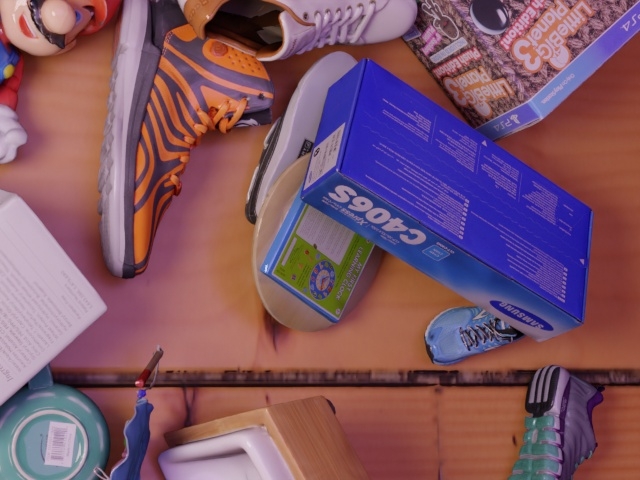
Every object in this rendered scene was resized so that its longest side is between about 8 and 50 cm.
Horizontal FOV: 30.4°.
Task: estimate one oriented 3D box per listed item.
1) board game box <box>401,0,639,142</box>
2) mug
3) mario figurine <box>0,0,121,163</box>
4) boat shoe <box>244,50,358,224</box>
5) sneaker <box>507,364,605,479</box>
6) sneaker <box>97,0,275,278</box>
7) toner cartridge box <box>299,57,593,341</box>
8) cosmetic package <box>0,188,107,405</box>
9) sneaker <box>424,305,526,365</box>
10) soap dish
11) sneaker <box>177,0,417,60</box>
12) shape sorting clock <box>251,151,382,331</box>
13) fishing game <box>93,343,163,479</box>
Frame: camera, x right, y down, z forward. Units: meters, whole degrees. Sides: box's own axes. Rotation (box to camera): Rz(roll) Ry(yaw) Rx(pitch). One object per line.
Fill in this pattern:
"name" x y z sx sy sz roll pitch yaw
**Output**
"board game box" 0.217 -0.306 1.408 0.232 0.141 0.291 -42 97 -18
"mug" -0.287 0.198 1.195 0.129 0.097 0.158 -41 97 -19
"mario figurine" -0.333 -0.202 1.187 0.320 0.198 0.170 -36 73 -14
"boat shoe" -0.027 -0.116 1.334 0.077 0.070 0.219 32 79 -30
"sneaker" 0.285 0.264 1.389 0.098 0.083 0.224 20 76 -20
"sneaker" -0.140 -0.112 1.272 0.180 0.124 0.321 7 81 -16
"toner cartridge box" 0.150 -0.039 1.304 0.347 0.075 0.165 31 53 -22
"cosmetic package" -0.342 0.060 1.147 0.183 0.151 0.151 -43 118 -20
"sneaker" 0.196 0.099 1.383 0.162 0.073 0.063 -20 90 -20
"soap dish" -0.025 0.299 1.212 0.118 0.229 0.291 -31 94 -36
"sneaker" -0.017 -0.233 1.280 0.290 0.106 0.123 1 51 -25
"shape sorting clock" 0.000 0.000 1.308 0.206 0.040 0.206 -10 105 -41
"fishing game" -0.202 0.241 1.179 0.041 0.189 0.264 12 98 0
